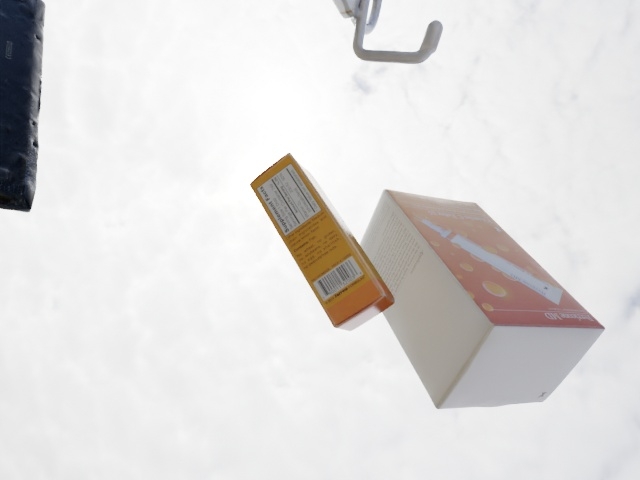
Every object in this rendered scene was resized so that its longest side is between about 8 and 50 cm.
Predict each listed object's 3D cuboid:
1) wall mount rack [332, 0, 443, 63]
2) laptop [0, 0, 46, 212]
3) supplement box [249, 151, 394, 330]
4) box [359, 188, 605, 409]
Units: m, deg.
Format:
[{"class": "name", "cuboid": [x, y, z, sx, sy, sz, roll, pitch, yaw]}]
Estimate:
[{"class": "wall mount rack", "cuboid": [0.067, -0.342, 0.416, 0.131, 0.350, 0.303, 10, -90, 20]}, {"class": "laptop", "cuboid": [-0.342, -0.101, 0.303, 0.136, 0.264, 0.234, -41, -128, 34]}, {"class": "supplement box", "cuboid": [0.000, 0.000, 0.628, 0.080, 0.078, 0.233, -34, -112, 9]}, {"class": "box", "cuboid": [0.229, 0.080, 0.792, 0.345, 0.215, 0.168, -117, -140, -49]}]
